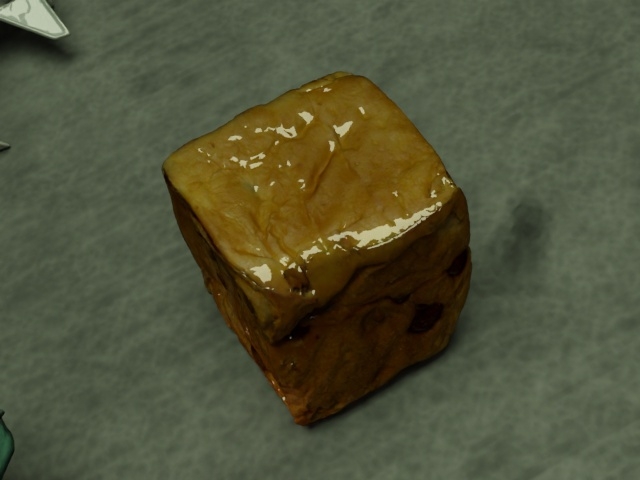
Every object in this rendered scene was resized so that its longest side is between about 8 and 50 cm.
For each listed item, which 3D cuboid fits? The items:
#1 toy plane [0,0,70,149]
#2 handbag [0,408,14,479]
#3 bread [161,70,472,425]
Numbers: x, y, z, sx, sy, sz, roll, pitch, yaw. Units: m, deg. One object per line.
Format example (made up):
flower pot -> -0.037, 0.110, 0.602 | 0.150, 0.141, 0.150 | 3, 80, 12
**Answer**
toy plane -> -0.323, -0.169, 1.037 | 0.255, 0.101, 0.251 | -18, 68, 0
handbag -> -0.318, 0.187, 0.731 | 0.269, 0.100, 0.274 | -11, 42, 33
bread -> 0.000, 0.000, 0.837 | 0.143, 0.149, 0.158 | -26, 57, -9
